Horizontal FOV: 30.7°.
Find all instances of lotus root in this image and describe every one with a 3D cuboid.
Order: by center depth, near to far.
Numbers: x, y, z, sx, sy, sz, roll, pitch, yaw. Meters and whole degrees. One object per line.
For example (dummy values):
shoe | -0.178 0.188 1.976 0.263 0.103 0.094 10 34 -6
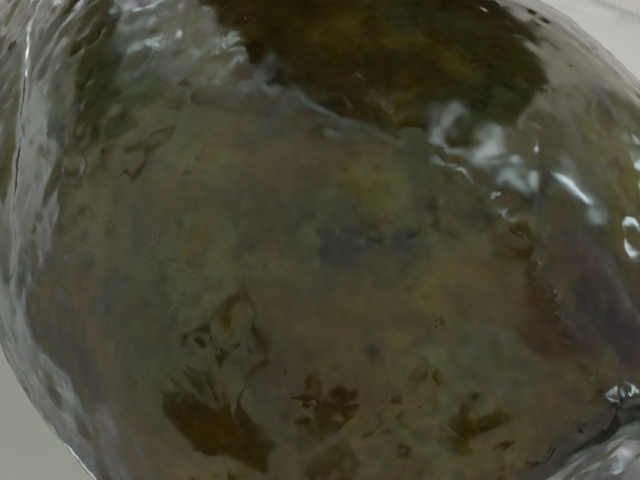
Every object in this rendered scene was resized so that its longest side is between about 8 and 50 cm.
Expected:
lotus root | 0.000 0.000 0.453 0.346 0.250 0.251 45 -45 47
